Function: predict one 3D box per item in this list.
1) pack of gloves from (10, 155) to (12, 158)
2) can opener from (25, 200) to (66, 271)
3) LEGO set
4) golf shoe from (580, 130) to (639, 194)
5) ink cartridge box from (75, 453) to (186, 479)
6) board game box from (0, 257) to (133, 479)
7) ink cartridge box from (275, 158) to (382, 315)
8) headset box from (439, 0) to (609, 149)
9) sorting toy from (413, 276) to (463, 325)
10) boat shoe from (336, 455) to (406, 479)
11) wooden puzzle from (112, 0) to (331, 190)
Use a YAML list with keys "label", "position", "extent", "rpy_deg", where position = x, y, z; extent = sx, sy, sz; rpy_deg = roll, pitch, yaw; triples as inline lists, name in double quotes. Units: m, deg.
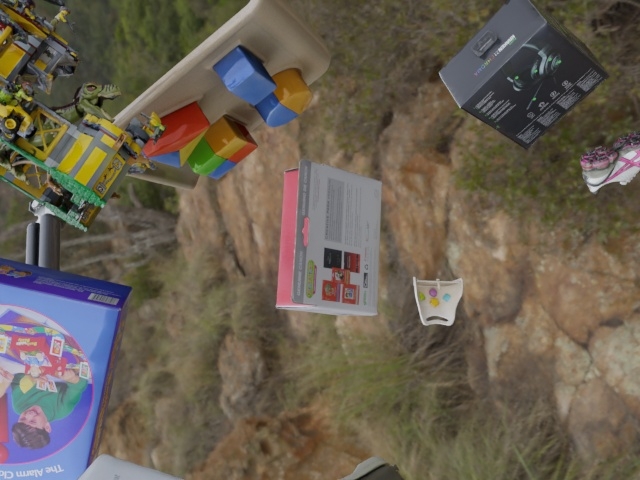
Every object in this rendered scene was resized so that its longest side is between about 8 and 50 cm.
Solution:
- label: "pack of gloves"
  position: [-0.490, -0.126, 1.100]
  extent: [0.195, 0.232, 0.046]
  rpy_deg: [16, 107, 42]
- label: "can opener"
  position: [-0.568, -0.015, 1.599]
  extent: [0.093, 0.074, 0.280]
  rpy_deg: [41, -156, -41]
- label: "LEGO set"
  position: [-0.275, -0.156, 0.807]
  extent: [0.254, 0.192, 0.331]
  rpy_deg: [32, 164, -7]
- label: "golf shoe"
  position: [0.596, -0.156, 1.482]
  extent: [0.067, 0.186, 0.086]
  rpy_deg: [-116, 5, -63]
- label: "ink cartridge box"
  position: [-0.087, 0.266, 0.526]
  extent: [0.329, 0.071, 0.324]
  rpy_deg: [20, 137, 4]
- label: "board game box"
  position: [-0.403, 0.131, 0.824]
  extent: [0.078, 0.346, 0.234]
  rpy_deg: [-105, 29, -76]
- label: "ink cartridge box"
  position: [0.000, 0.000, 1.667]
  extent: [0.130, 0.271, 0.310]
  rpy_deg: [-5, 77, 43]
- label: "headset box"
  position: [0.437, -0.366, 1.657]
  extent: [0.246, 0.283, 0.131]
  rpy_deg: [-45, 45, 28]
- label: "sorting toy"
  position: [0.187, 0.100, 1.229]
  extent: [0.045, 0.083, 0.075]
  rpy_deg: [120, 151, -68]
- label: "boat shoe"
  position: [0.034, 0.380, 1.006]
  extent: [0.091, 0.305, 0.109]
  rpy_deg: [28, 112, 29]
- label: "wooden puzzle"
  position: [-0.139, -0.202, 1.169]
  extent: [0.080, 0.348, 0.322]
  rpy_deg: [51, -169, 13]
